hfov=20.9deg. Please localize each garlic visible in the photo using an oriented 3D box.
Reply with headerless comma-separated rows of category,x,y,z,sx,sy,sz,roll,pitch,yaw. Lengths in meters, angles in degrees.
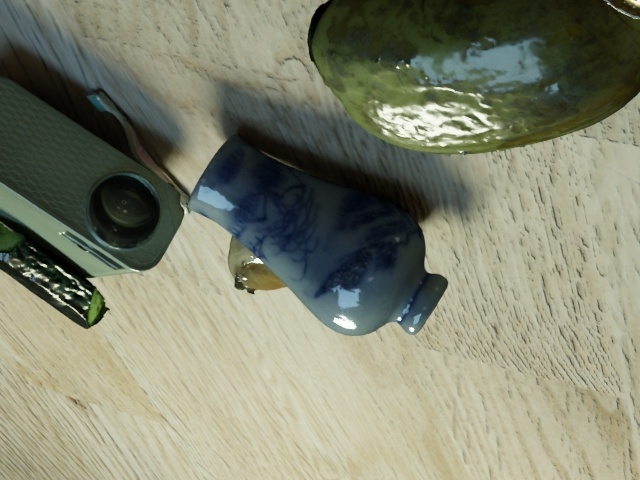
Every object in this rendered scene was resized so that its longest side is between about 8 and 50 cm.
garlic,-0.058,0.006,1.837,0.084,0.066,0.152,-5,157,-2

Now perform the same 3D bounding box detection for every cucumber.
cucumber,-0.291,0.040,1.878,0.070,0.046,0.220,7,157,45

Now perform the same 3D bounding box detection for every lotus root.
lotus root,0.130,-0.148,1.262,0.309,0.173,0.173,-6,141,37

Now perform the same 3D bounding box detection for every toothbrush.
toothbrush,-0.183,-0.089,1.805,0.022,0.017,0.204,-5,143,29

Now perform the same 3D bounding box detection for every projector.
projector,-0.283,-0.064,1.810,0.250,0.108,0.198,35,165,-17

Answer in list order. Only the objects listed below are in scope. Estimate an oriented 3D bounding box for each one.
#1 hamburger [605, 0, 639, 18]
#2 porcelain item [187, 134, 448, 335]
hamburger,0.236,-0.214,1.072,0.182,0.118,0.191,22,152,12
porcelain item,0.000,0.000,1.690,0.259,0.141,0.141,31,155,4
